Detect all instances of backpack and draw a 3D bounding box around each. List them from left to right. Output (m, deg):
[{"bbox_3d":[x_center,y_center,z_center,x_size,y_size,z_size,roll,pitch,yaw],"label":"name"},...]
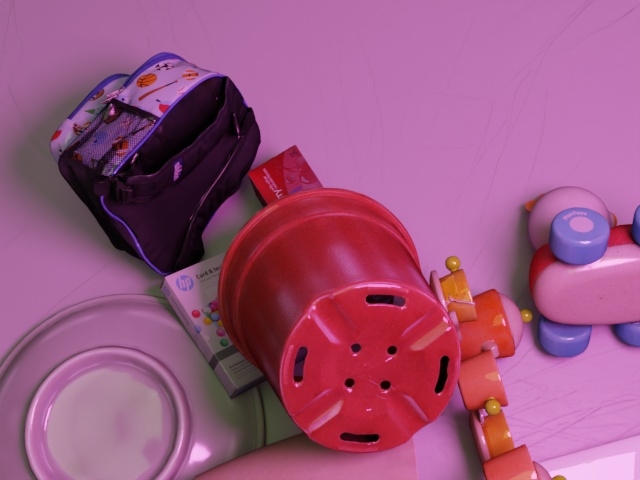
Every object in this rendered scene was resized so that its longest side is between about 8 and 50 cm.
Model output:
[{"bbox_3d":[-0.218,-0.120,1.320,0.213,0.276,0.263,35,72,26],"label":"backpack"}]

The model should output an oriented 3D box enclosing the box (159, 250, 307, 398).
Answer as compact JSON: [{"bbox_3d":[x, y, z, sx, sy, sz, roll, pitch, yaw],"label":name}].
[{"bbox_3d":[-0.112,0.106,1.310,0.145,0.038,0.186,-23,69,-34],"label":"box"}]

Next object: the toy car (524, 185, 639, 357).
[{"bbox_3d":[0.374,-0.003,1.305,0.210,0.219,0.238,-7,43,-1],"label":"toy car"}]

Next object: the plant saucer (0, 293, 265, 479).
[{"bbox_3d":[-0.277,0.255,1.264,0.400,0.100,0.400,-1,71,2],"label":"plant saucer"}]

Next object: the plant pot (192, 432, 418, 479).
[{"bbox_3d":[-0.015,0.342,1.149,0.274,0.256,0.256,-5,71,3],"label":"plant pot"}]

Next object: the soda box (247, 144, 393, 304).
[{"bbox_3d":[0.000,0.000,1.343,0.083,0.092,0.263,-32,73,-6],"label":"soda box"}]

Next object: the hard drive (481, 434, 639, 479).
[{"bbox_3d":[0.394,0.372,1.232,0.319,0.040,0.210,-14,72,-3],"label":"hard drive"}]

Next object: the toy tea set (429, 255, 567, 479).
[{"bbox_3d":[0.240,0.184,1.214,0.124,0.200,0.336,-16,68,5],"label":"toy tea set"}]

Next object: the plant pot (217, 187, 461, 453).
[{"bbox_3d":[0.028,0.101,1.117,0.272,0.265,0.272,-4,108,-12],"label":"plant pot"}]
